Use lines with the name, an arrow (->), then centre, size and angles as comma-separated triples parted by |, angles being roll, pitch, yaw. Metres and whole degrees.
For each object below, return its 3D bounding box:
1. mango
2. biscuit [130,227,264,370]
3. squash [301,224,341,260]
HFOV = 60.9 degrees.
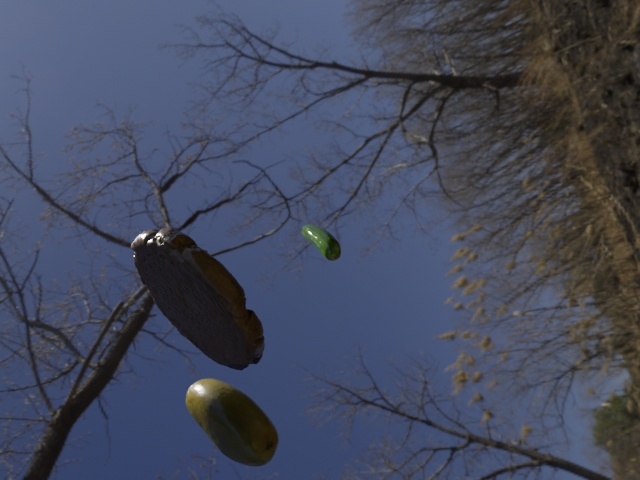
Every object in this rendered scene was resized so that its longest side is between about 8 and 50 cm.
mango -> -0.152, 0.295, 0.895 | 0.085, 0.191, 0.122 | -48, -22, -33
biscuit -> -0.151, 0.073, 0.675 | 0.042, 0.226, 0.226 | -42, -67, -31
squash -> 0.000, -0.001, 0.650 | 0.027, 0.027, 0.089 | 47, 177, -36
